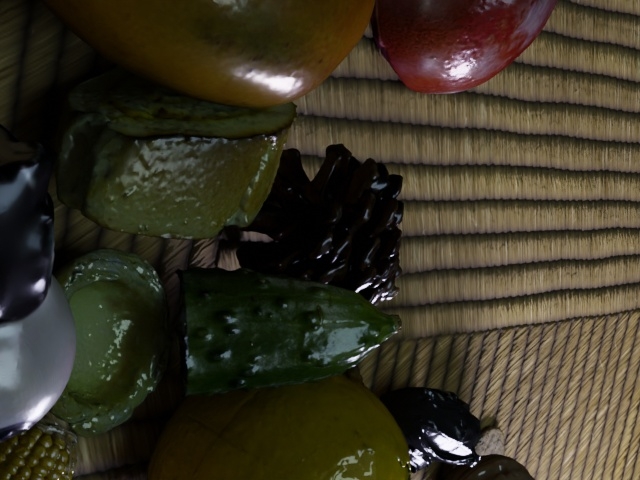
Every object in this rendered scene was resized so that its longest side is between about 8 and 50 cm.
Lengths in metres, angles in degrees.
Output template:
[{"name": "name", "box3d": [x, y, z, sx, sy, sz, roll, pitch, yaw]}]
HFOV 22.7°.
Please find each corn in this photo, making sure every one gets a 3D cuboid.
[{"name": "corn", "box3d": [-0.326, 0.298, 1.504, 0.293, 0.106, 0.106, -63, 146, -12]}]

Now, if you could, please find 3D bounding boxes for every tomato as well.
[{"name": "tomato", "box3d": [0.219, -0.326, 1.966, 0.335, 0.176, 0.289, -52, 145, -31]}]

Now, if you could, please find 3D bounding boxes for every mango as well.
[{"name": "mango", "box3d": [-0.127, -0.284, 1.396, 0.446, 0.232, 0.300, 28, 55, -46]}]

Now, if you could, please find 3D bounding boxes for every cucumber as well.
[{"name": "cucumber", "box3d": [-0.034, 0.093, 1.645, 0.244, 0.134, 0.134, -3, 114, -10]}]

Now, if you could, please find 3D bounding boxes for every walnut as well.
[{"name": "walnut", "box3d": [0.252, 0.386, 2.364, 0.162, 0.140, 0.140, -23, 125, -26]}]

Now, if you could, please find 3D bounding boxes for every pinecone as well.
[{"name": "pinecone", "box3d": [-0.002, -0.001, 1.769, 0.201, 0.202, 0.229, 18, 111, -35]}]

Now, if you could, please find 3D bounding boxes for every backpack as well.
[{"name": "backpack", "box3d": [0.144, 0.250, 2.175, 0.165, 0.120, 0.106, 49, 42, -53]}]

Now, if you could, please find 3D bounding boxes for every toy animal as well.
[{"name": "toy animal", "box3d": [-0.313, 0.038, 1.314, 0.212, 0.212, 0.266, -35, 135, -44]}]

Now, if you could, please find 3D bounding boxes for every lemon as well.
[{"name": "lemon", "box3d": [-0.047, 0.270, 1.737, 0.297, 0.297, 0.297, -30, 128, -47]}]

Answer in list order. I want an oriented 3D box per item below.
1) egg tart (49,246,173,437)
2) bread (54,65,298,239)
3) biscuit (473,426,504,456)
[{"name": "egg tart", "box3d": [-0.229, 0.092, 1.569, 0.197, 0.078, 0.197, -27, 123, -50]}, {"name": "bread", "box3d": [-0.151, -0.088, 1.512, 0.257, 0.186, 0.124, -21, 133, -47]}, {"name": "biscuit", "box3d": [0.254, 0.344, 2.469, 0.120, 0.015, 0.120, -29, 127, -47]}]
